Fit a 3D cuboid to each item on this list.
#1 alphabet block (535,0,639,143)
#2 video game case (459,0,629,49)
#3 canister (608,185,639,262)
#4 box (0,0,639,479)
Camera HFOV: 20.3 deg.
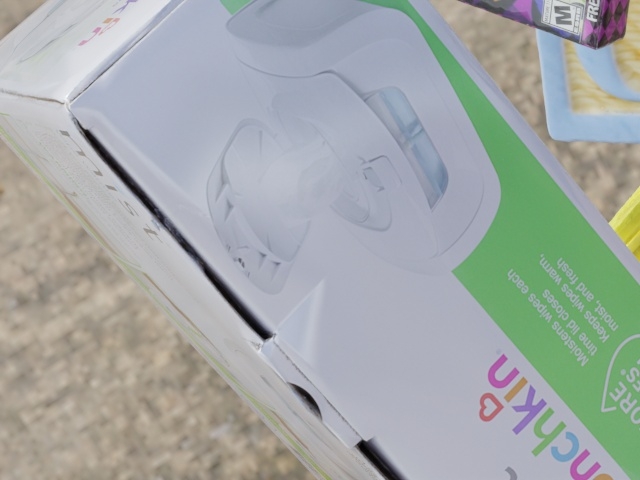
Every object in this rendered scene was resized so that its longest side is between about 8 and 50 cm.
[{"bbox_3d":[0.312,-0.210,1.595,0.193,0.192,0.197,5,31,26],"label":"alphabet block"},{"bbox_3d":[0.117,-0.263,1.164,0.210,0.232,0.042,26,37,33],"label":"video game case"},{"bbox_3d":[0.309,0.021,1.390,0.126,0.170,0.073,-47,-2,-24],"label":"canister"},{"bbox_3d":[0.000,0.000,0.708,0.127,0.262,0.231,-44,17,-11],"label":"box"}]
